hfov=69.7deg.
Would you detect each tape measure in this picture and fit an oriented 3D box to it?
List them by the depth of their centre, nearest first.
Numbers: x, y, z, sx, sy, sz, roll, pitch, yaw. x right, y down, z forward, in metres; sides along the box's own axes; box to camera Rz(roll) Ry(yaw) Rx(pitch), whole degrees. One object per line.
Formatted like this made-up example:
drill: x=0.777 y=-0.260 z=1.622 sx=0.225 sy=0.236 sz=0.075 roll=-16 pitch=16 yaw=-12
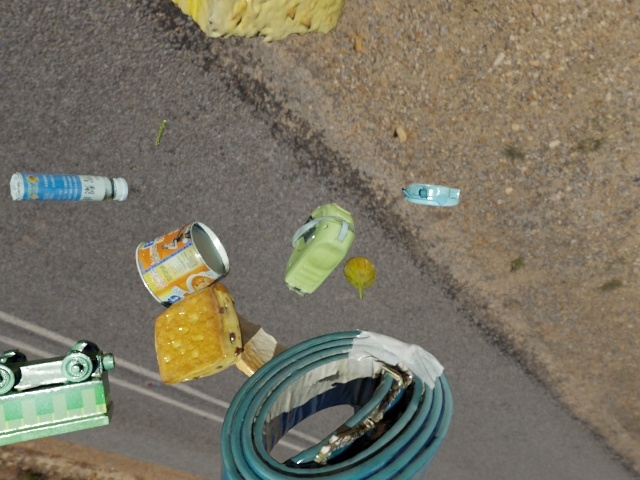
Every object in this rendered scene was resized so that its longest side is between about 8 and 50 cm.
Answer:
tape measure: x=0.000 y=0.000 z=1.035 sx=0.106 sy=0.175 sz=0.200 roll=27 pitch=123 yaw=-18

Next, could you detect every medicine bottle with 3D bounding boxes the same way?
medicine bottle: x=-0.462 y=-0.098 z=0.857 sx=0.191 sy=0.051 sz=0.051 roll=-4 pitch=153 yaw=-47

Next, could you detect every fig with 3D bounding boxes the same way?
fig: x=0.094 y=0.083 z=1.095 sx=0.082 sy=0.098 sz=0.084 roll=4 pitch=112 yaw=-1

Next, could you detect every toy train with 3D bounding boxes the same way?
toy train: x=-0.627 y=0.347 z=1.059 sx=0.301 sy=0.202 sz=0.120 roll=-7 pitch=-178 yaw=-15

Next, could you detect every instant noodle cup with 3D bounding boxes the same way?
instant noodle cup: x=-0.476 y=0.075 z=1.640 sx=0.214 sy=0.296 sz=0.296 roll=-30 pitch=129 yaw=11

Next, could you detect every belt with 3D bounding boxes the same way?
belt: x=0.031 y=0.320 z=0.791 sx=0.437 sy=0.300 sz=0.173 roll=-18 pitch=131 yaw=-41

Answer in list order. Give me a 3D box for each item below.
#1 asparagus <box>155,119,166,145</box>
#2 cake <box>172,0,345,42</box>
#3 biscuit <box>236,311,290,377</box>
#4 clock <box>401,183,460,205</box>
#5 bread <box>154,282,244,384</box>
asparagus: x=-0.487 y=-0.323 z=1.400 sx=0.014 sy=0.015 sz=0.114 roll=54 pitch=135 yaw=10
cake: x=-0.112 y=-0.441 z=0.622 sx=0.223 sy=0.286 sz=0.227 roll=-22 pitch=148 yaw=-35
biscuit: x=-0.151 y=0.328 z=1.290 sx=0.309 sy=0.204 sz=0.040 roll=33 pitch=112 yaw=-6
clock: x=0.243 y=-0.104 z=1.043 sx=0.108 sy=0.147 sz=0.045 roll=12 pitch=102 yaw=36
bread: x=-0.301 y=0.237 z=1.145 sx=0.235 sy=0.210 sz=0.099 roll=-27 pitch=153 yaw=18
